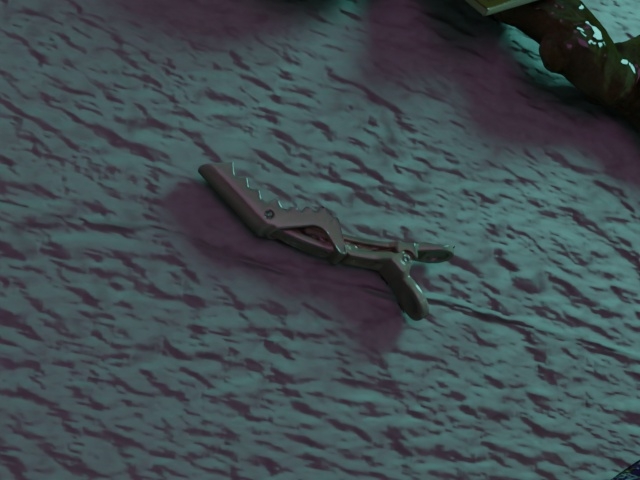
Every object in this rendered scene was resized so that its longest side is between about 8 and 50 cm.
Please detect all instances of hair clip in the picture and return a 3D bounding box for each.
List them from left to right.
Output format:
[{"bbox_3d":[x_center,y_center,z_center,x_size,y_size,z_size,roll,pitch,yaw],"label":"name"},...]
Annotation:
[{"bbox_3d":[0.000,0.000,0.866,0.226,0.034,0.072,21,65,-10],"label":"hair clip"}]

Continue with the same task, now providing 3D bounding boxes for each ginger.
[{"bbox_3d":[0.283,-0.171,1.007,0.290,0.084,0.122,30,69,-6],"label":"ginger"}]

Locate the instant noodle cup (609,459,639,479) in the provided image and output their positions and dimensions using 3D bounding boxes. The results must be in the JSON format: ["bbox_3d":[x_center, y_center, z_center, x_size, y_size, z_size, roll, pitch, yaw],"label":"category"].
[{"bbox_3d":[0.374,0.279,0.752,0.340,0.340,0.265,-23,89,-26],"label":"instant noodle cup"}]

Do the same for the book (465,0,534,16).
[{"bbox_3d":[0.147,-0.272,0.998,0.118,0.012,0.172,-21,52,-26],"label":"book"}]
